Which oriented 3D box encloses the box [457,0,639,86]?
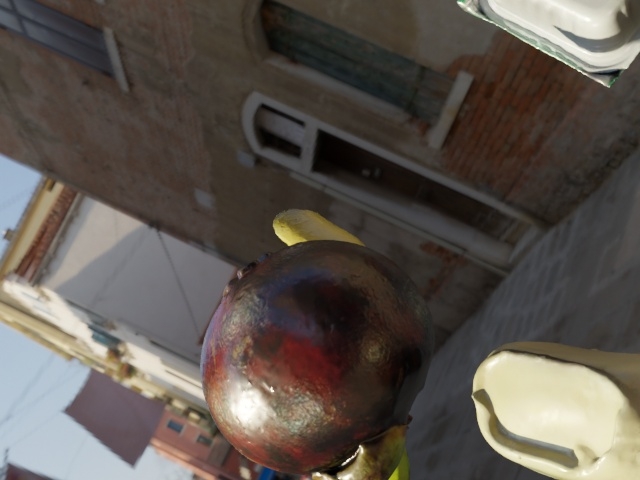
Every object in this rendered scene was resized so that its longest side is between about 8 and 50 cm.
[{"bbox_3d":[0.433,-0.461,1.355,0.264,0.336,0.106,-55,-28,5],"label":"box"}]

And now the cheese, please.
[{"bbox_3d":[0.303,0.179,0.854,0.233,0.266,0.127,2,-89,-40],"label":"cheese"}]

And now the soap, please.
[{"bbox_3d":[0.000,0.000,1.226,0.089,0.168,0.033,-29,-42,-24],"label":"soap"}]

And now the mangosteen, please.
[{"bbox_3d":[0.023,0.168,0.994,0.306,0.359,0.306,-46,-8,-8],"label":"mangosteen"}]
